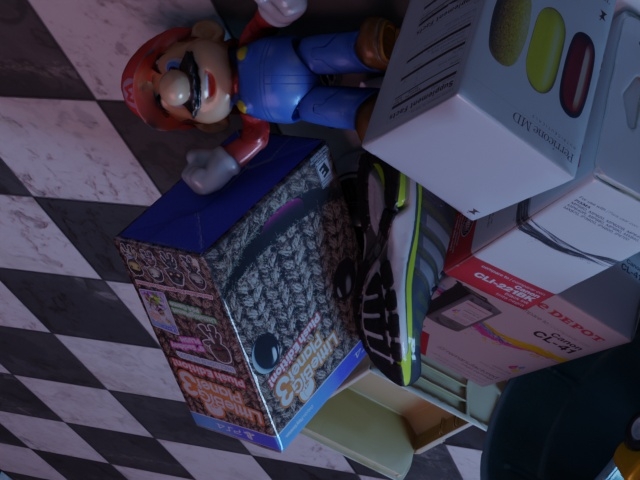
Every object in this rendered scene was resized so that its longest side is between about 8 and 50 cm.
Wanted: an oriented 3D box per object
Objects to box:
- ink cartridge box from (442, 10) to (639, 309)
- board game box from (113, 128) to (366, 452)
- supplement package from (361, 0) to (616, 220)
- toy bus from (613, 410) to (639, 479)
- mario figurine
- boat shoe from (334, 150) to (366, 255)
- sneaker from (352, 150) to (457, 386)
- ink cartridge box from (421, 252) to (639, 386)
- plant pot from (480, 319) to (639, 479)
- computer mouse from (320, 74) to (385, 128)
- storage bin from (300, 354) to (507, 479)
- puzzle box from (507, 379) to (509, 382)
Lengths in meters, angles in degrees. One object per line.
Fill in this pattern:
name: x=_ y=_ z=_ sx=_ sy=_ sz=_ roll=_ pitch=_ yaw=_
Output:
ink cartridge box: x=0.255 y=-0.071 z=1.205 sx=0.114 sy=0.197 sz=0.273 roll=25 pitch=152 yaw=-14
board game box: x=-0.072 y=0.055 z=1.401 sx=0.141 sy=0.232 sz=0.291 roll=11 pitch=133 yaw=37
supplement package: x=0.155 y=-0.165 z=1.049 sx=0.139 sy=0.244 sz=0.134 roll=31 pitch=150 yaw=-23
toy bus: x=0.461 y=0.159 z=1.244 sx=0.108 sy=0.130 sz=0.333 roll=31 pitch=106 yaw=-23
mario figurine: x=-0.079 y=-0.161 z=1.260 sx=0.320 sy=0.198 sz=0.170 roll=2 pitch=156 yaw=25
boat shoe: x=0.000 y=0.000 z=1.568 sx=0.121 sy=0.119 sz=0.335 roll=23 pitch=152 yaw=-7
sneaker: x=0.115 y=0.026 z=1.394 sx=0.121 sy=0.300 sz=0.111 roll=-3 pitch=-167 yaw=-26
ink cartridge box: x=0.229 y=0.063 z=1.533 sx=0.226 sy=0.131 sz=0.306 roll=30 pitch=152 yaw=-19
plant pot: x=0.441 y=0.284 z=1.526 sx=0.334 sy=0.341 sz=0.341 roll=32 pitch=150 yaw=-14
computer mouse: x=0.081 y=-0.157 z=1.327 sx=0.193 sy=0.042 sz=0.106 roll=11 pitch=147 yaw=25
storage bin: x=0.122 y=0.257 z=1.910 sx=0.260 sy=0.123 sz=0.262 roll=29 pitch=141 yaw=-18
puzzle box: x=0.442 y=0.310 z=1.925 sx=0.272 sy=0.052 sz=0.409 roll=9 pitch=150 yaw=16
